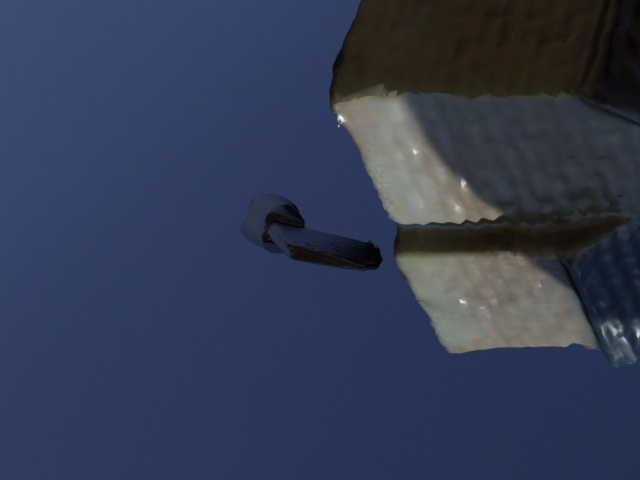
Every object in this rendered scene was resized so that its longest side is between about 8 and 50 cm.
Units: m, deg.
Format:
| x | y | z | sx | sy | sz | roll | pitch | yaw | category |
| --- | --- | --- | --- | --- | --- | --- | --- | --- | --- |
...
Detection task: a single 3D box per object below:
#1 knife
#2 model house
| x | y | z | sx | sy | sz | roll | pitch | yaw | category |
| --- | --- | --- | --- | --- | --- | --- | --- | --- | --- |
| 0.000 | 0.000 | 0.849 | 0.230 | 0.060 | 0.028 | -146 | -114 | -81 | knife |
| 0.195 | -0.070 | 1.134 | 0.284 | 0.298 | 0.243 | 5 | -123 | 29 | model house |
